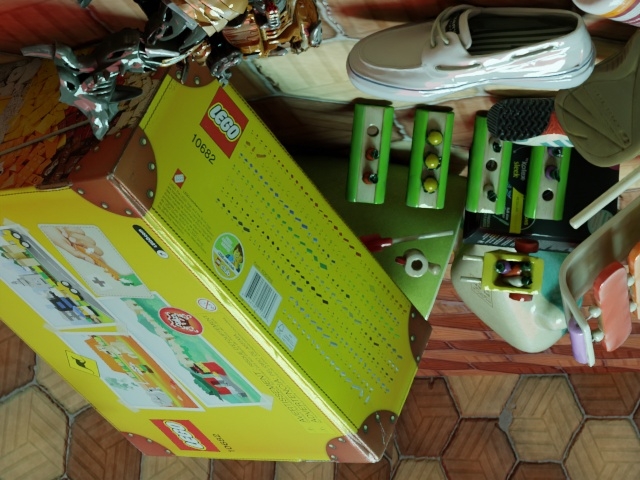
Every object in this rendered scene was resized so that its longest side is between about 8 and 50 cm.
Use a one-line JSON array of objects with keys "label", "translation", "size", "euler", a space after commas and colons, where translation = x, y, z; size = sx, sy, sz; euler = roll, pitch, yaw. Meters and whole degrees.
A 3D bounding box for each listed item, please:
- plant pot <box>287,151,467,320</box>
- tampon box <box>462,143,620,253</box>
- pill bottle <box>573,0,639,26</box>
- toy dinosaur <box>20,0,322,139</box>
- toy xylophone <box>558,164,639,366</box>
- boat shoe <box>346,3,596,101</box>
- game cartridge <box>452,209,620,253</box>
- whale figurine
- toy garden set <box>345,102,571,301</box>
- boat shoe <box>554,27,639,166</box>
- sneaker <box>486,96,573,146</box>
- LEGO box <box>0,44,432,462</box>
[{"label": "plant pot", "translation": [0.000, 0.000, 2.048], "size": [0.294, 0.274, 0.275], "euler": [20, 169, -1]}, {"label": "tampon box", "translation": [0.257, -0.054, 1.911], "size": [0.161, 0.120, 0.101], "euler": [5, 171, -6]}, {"label": "pill bottle", "translation": [0.268, -0.197, 1.237], "size": [0.152, 0.086, 0.086], "euler": [11, 168, -28]}, {"label": "toy dinosaur", "translation": [-0.119, -0.209, 1.308], "size": [0.218, 0.164, 0.322], "euler": [-16, 143, 23]}, {"label": "toy xylophone", "translation": [0.374, -0.009, 1.804], "size": [0.081, 0.323, 0.236], "euler": [47, 180, 27]}, {"label": "boat shoe", "translation": [0.130, -0.179, 1.465], "size": [0.226, 0.083, 0.076], "euler": [-4, 148, 12]}, {"label": "game cartridge", "translation": [0.249, -0.026, 2.279], "size": [0.324, 0.052, 0.285], "euler": [2, 169, 26]}, {"label": "whale figurine", "translation": [0.254, 0.025, 2.092], "size": [0.216, 0.141, 0.272], "euler": [41, 166, 31]}, {"label": "toy garden set", "translation": [0.150, -0.038, 1.812], "size": [0.244, 0.203, 0.049], "euler": [5, -168, -5]}, {"label": "boat shoe", "translation": [0.331, -0.153, 1.436], "size": [0.110, 0.121, 0.341], "euler": [-31, -173, -22]}, {"label": "sneaker", "translation": [0.257, -0.127, 1.740], "size": [0.161, 0.057, 0.075], "euler": [2, -174, 7]}, {"label": "LEGO box", "translation": [-0.171, 0.030, 1.799], "size": [0.372, 0.193, 0.500], "euler": [-4, 139, 39]}]
